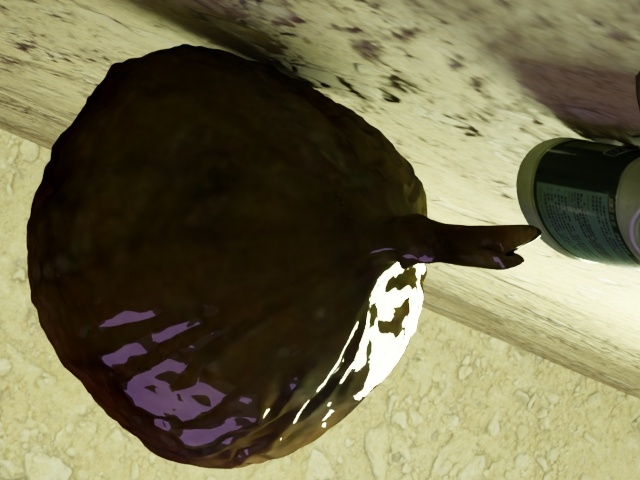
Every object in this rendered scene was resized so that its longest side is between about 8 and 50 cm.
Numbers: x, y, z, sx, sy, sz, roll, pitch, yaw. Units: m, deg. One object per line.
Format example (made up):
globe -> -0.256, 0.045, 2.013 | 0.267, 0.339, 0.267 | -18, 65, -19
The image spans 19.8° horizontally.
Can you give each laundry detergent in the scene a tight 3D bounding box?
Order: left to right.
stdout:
laundry detergent -> 0.210, -0.009, 1.008 | 0.099, 0.070, 0.225 | 38, 168, -31

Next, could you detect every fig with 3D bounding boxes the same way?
fig -> 0.000, 0.000, 1.184 | 0.368, 0.286, 0.286 | -7, 158, 40

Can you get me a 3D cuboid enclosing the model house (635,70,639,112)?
model house -> 0.214, -0.011, 0.717 | 0.188, 0.122, 0.229 | 7, -173, 12
